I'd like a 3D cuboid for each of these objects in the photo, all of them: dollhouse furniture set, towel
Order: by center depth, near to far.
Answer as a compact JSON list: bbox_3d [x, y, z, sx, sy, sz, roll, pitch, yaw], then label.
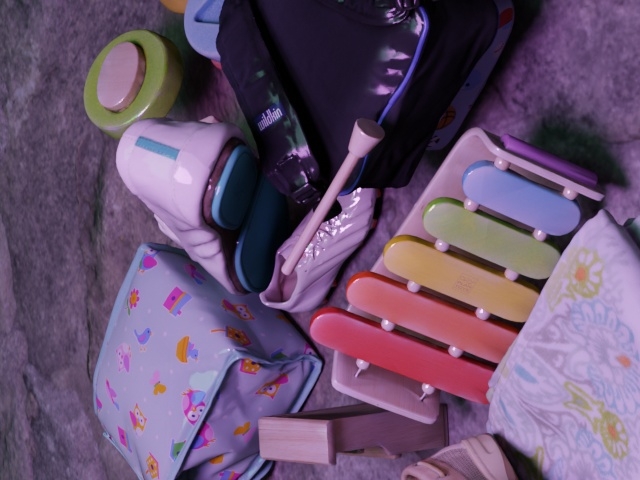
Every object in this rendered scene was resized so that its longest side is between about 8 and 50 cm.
[{"bbox_3d":[0.269,0.201,1.300,0.374,0.090,0.320,62,154,27],"label":"towel"},{"bbox_3d":[0.040,0.288,1.597,0.212,0.161,0.242,-5,88,51],"label":"dollhouse furniture set"}]

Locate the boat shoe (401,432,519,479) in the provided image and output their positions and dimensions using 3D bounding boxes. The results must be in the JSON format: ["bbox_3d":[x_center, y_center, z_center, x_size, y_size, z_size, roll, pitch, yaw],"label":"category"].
[{"bbox_3d":[0.136,0.253,1.335,0.302,0.098,0.109,-119,16,-70],"label":"boat shoe"}]

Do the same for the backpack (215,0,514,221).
[{"bbox_3d":[0.034,-0.206,1.540,0.263,0.213,0.276,48,126,26],"label":"backpack"}]

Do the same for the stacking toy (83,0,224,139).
[{"bbox_3d":[-0.165,-0.230,1.768,0.309,0.130,0.279,38,94,41],"label":"stacking toy"}]

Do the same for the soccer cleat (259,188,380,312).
[{"bbox_3d":[0.000,0.000,1.697,0.068,0.076,0.196,51,128,36],"label":"soccer cleat"}]

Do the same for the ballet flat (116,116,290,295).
[{"bbox_3d":[-0.118,-0.045,1.638,0.400,0.139,0.139,64,-168,-76],"label":"ballet flat"}]

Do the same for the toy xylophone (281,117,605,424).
[{"bbox_3d":[0.100,0.019,1.478,0.081,0.236,0.323,-92,21,-54],"label":"toy xylophone"}]

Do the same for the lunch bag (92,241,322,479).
[{"bbox_3d":[-0.148,0.169,1.828,0.223,0.160,0.262,46,120,38],"label":"lunch bag"}]
